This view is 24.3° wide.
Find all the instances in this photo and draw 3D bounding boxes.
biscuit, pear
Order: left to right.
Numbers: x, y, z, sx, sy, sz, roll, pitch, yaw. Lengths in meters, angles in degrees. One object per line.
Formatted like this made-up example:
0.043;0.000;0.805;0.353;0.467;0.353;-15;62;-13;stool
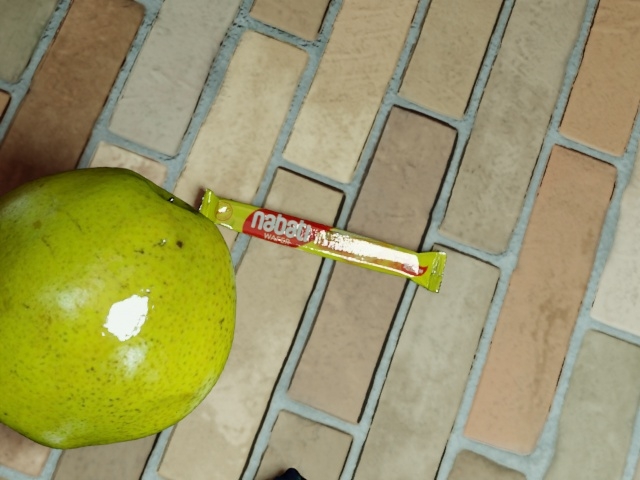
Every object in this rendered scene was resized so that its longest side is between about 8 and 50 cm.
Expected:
-0.226;0.064;1.503;0.294;0.294;0.294;3;69;-9;pear
0.000;0.000;1.694;0.292;0.026;0.048;15;87;-4;biscuit

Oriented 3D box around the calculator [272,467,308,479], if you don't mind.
-0.019;0.409;1.521;0.248;0.058;0.274;38;69;6;calculator
